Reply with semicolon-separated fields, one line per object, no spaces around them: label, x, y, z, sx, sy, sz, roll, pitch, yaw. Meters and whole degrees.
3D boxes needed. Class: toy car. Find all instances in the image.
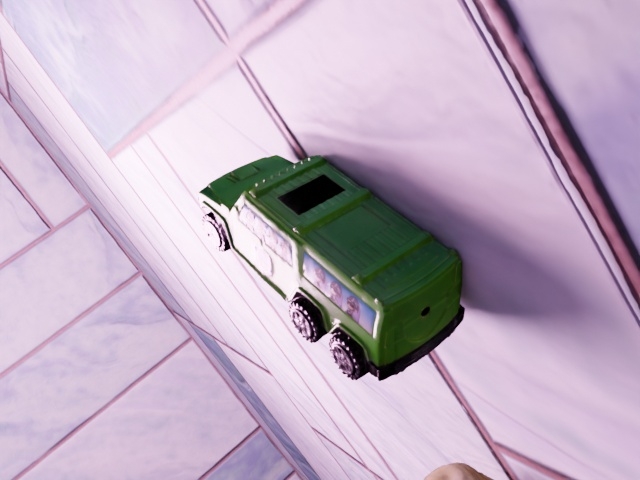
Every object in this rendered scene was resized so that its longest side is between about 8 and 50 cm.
toy car;0.000;0.000;0.361;0.165;0.071;0.062;40;144;33

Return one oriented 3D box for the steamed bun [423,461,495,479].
steamed bun;0.091;0.253;0.418;0.141;0.155;0.172;43;-173;-30
